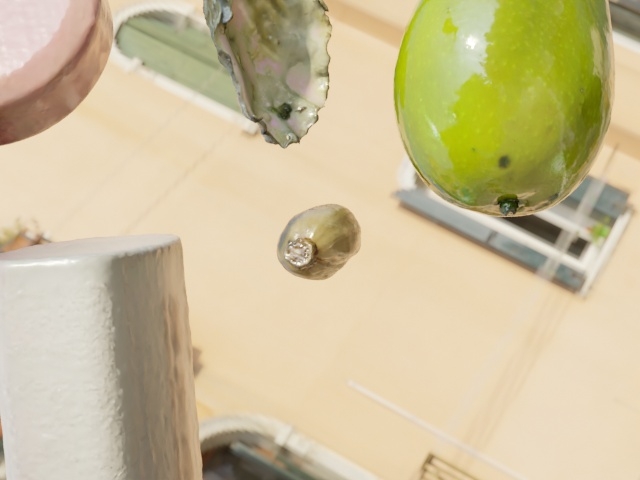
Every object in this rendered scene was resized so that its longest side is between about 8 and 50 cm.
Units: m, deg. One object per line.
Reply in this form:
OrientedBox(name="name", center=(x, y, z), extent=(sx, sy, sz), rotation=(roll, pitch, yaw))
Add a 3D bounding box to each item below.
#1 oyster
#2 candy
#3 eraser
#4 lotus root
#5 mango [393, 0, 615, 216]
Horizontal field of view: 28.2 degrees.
OrientedBox(name="oyster", center=(-0.057, -0.182, 1.087), extent=(0.133, 0.072, 0.209), rotation=(-38, -67, -38))
OrientedBox(name="candy", center=(-0.323, -0.215, 1.226), extent=(0.255, 0.255, 0.094), rotation=(-57, -16, -19))
OrientedBox(name="eraser", center=(-0.109, 0.135, 0.669), extent=(0.174, 0.095, 0.270), rotation=(-47, -49, -85))
OrientedBox(name="lotus root", center=(0.000, 0.000, 1.146), extent=(0.073, 0.062, 0.150), rotation=(-48, -7, 14))
OrientedBox(name="mango", center=(0.137, -0.146, 0.906), extent=(0.175, 0.143, 0.293), rotation=(50, -136, -44))
